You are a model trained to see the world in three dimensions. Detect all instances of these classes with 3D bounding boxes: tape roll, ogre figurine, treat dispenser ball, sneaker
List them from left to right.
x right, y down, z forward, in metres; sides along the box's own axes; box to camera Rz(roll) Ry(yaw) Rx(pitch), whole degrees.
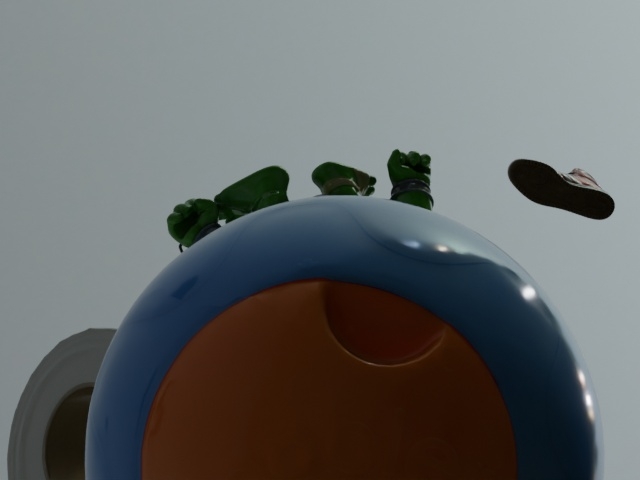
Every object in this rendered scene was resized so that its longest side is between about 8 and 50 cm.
[{"bbox_3d":[-0.250,0.249,1.641,0.100,0.286,0.286,18,-105,-48],"label":"tape roll"},{"bbox_3d":[0.000,0.000,0.974,0.197,0.097,0.118,1,-133,-29],"label":"ogre figurine"},{"bbox_3d":[0.013,0.119,0.765,0.288,0.288,0.288,3,-93,-50],"label":"treat dispenser ball"},{"bbox_3d":[0.246,-0.059,1.422,0.118,0.067,0.042,23,-74,-9],"label":"sneaker"}]
